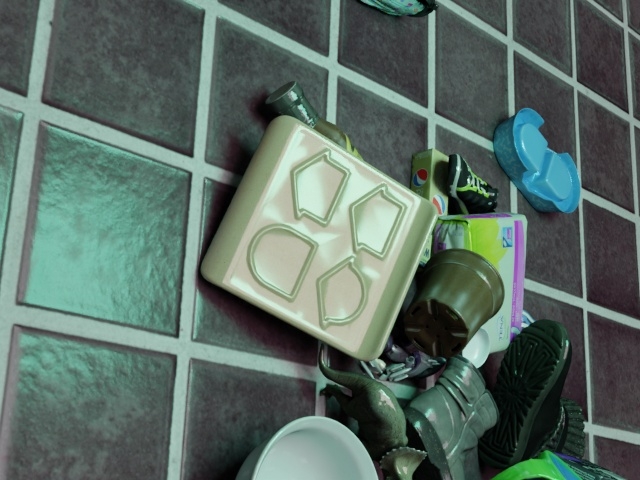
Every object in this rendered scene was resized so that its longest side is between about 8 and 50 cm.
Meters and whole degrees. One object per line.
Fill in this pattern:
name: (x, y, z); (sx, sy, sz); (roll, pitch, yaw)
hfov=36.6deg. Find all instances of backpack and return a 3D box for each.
backpack: (0.151, -0.548, 2.035); (0.182, 0.115, 0.151); (9, 62, -43)

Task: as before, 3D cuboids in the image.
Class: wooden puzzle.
wooden puzzle: (0.000, 0.000, 1.690); (0.348, 0.080, 0.322); (29, 73, -16)

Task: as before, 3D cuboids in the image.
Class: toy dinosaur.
toy dinosaur: (0.096, 0.312, 1.714); (0.121, 0.160, 0.313); (-22, 96, -47)

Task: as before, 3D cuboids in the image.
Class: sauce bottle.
sauce bottle: (0.023, -0.138, 1.796); (0.344, 0.111, 0.111); (54, 47, -23)

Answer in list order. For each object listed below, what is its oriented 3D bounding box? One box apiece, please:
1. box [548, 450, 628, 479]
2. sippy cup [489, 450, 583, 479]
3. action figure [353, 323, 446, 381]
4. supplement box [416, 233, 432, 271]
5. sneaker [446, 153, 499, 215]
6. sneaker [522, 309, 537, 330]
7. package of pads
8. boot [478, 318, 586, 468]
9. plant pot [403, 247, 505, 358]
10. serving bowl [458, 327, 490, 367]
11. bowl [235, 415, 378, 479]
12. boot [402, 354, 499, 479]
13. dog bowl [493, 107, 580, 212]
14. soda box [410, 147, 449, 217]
box: (0.524, 0.598, 2.018); (0.165, 0.143, 0.270); (21, 90, -40)
sippy cup: (0.424, 0.554, 1.814); (0.305, 0.224, 0.240); (47, 7, 11)
action figure: (0.129, 0.187, 1.819); (0.285, 0.099, 0.185); (16, 52, -50)
supplement box: (0.169, 0.018, 1.923); (0.056, 0.083, 0.083); (27, 61, -38)
sneaker: (0.328, -0.115, 2.055); (0.234, 0.097, 0.084); (52, 40, -60)
sneaker: (0.476, 0.212, 2.209); (0.144, 0.053, 0.059); (33, 56, -25)
package of pads: (0.325, 0.092, 2.006); (0.229, 0.101, 0.296); (-4, 97, -45)
boot: (0.490, 0.339, 2.071); (0.260, 0.131, 0.347); (12, 105, -39)
plant pot: (0.241, 0.125, 1.804); (0.167, 0.167, 0.165); (61, 36, -14)
serving bowl: (0.297, 0.209, 1.904); (0.083, 0.027, 0.083); (-8, 102, -41)
bowl: (-0.046, 0.436, 1.556); (0.298, 0.134, 0.297); (15, 69, -43)
boot: (0.273, 0.406, 1.854); (0.223, 0.118, 0.338); (-35, 118, -35)
dog bowl: (0.522, -0.183, 2.344); (0.297, 0.074, 0.166); (45, 51, -27)
soda box: (0.228, -0.098, 2.033); (0.061, 0.058, 0.181); (24, 64, -39)
